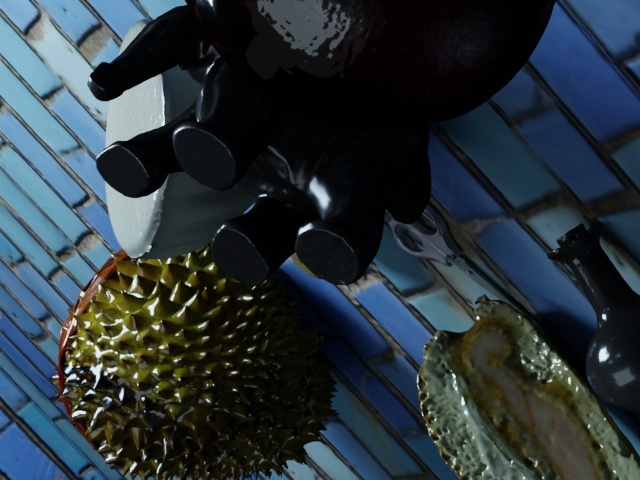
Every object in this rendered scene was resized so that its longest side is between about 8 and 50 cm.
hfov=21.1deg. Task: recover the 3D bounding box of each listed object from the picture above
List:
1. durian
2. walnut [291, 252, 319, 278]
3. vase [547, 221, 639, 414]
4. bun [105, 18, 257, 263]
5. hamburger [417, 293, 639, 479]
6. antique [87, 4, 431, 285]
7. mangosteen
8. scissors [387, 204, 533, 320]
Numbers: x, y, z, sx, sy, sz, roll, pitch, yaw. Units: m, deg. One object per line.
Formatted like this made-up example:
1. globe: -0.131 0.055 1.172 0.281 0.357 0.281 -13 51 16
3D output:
1. durian: -0.169 0.162 2.223 0.384 0.348 0.348 -16 123 27
2. walnut: 0.000 0.000 1.951 0.096 0.079 0.082 44 154 18
3. vase: 0.279 0.068 1.592 0.183 0.120 0.120 59 157 5
4. bun: -0.127 -0.105 1.868 0.263 0.175 0.263 -179 90 -68
5. hamburger: 0.241 0.235 1.768 0.330 0.162 0.209 50 180 34
6. antique: -0.041 -0.109 1.634 0.322 0.255 0.185 34 144 4
7. mangosteen: 0.036 -0.227 1.273 0.297 0.297 0.293 39 158 11
8. scissors: 0.151 0.027 1.833 0.189 0.015 0.100 40 154 6
